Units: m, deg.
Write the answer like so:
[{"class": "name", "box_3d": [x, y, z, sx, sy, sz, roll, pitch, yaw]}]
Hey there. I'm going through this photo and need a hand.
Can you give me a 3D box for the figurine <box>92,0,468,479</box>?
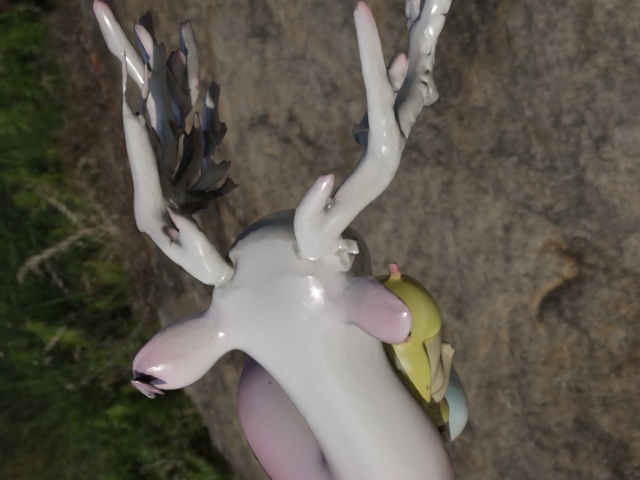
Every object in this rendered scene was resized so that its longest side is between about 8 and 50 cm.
[{"class": "figurine", "box_3d": [-0.013, 0.005, 0.669, 0.316, 0.206, 0.284, 78, -171, -57]}]
